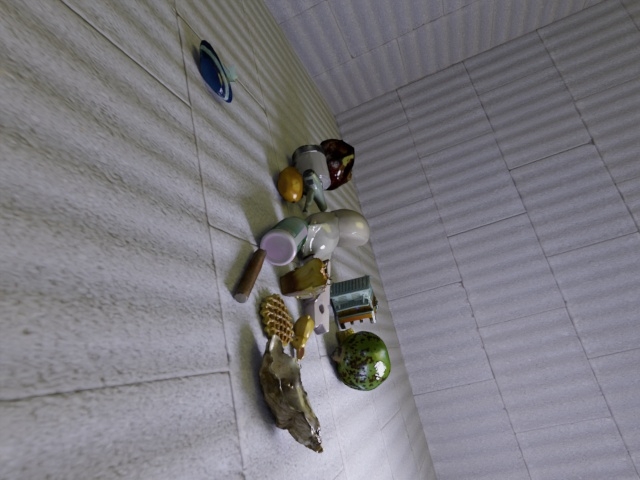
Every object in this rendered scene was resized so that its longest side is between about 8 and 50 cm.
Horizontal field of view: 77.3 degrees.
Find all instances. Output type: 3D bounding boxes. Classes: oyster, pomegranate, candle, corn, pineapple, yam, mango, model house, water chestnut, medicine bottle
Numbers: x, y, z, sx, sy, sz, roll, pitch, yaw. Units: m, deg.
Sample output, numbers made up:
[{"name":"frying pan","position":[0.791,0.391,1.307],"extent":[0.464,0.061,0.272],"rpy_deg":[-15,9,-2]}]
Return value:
[{"name":"oyster","position":[-0.093,0.443,1.126],"extent":[0.166,0.110,0.341],"rpy_deg":[-64,131,-76]},{"name":"pomegranate","position":[0.170,0.515,1.727],"extent":[0.270,0.254,0.254],"rpy_deg":[24,32,-12]},{"name":"candle","position":[-0.041,-0.325,2.068],"extent":[0.187,0.187,0.330],"rpy_deg":[43,33,-60]},{"name":"corn","position":[0.155,0.533,1.899],"extent":[0.093,0.093,0.244],"rpy_deg":[-27,97,-75]},{"name":"pineapple","position":[-0.060,0.160,1.500],"extent":[0.186,0.236,0.114],"rpy_deg":[2,58,-31]},{"name":"yam","position":[-0.211,0.099,1.233],"extent":[0.264,0.046,0.046],"rpy_deg":[-80,147,-61]},{"name":"mango","position":[-0.132,-0.265,1.813],"extent":[0.227,0.109,0.147],"rpy_deg":[-92,158,-49]},{"name":"model house","position":[0.166,0.295,1.994],"extent":[0.198,0.224,0.215],"rpy_deg":[-47,121,-70]},{"name":"water chestnut","position":[0.028,-0.452,2.342],"extent":[0.335,0.347,0.335],"rpy_deg":[17,90,-88]},{"name":"medicine bottle","position":[-0.124,-0.011,1.501],"extent":[0.274,0.133,0.133],"rpy_deg":[-57,126,-69]}]

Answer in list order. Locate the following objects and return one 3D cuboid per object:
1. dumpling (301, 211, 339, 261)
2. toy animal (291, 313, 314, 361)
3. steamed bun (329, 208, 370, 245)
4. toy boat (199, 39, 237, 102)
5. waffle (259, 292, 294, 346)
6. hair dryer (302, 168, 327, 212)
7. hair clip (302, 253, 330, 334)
[{"name":"dumpling","position":[0.000,-0.001,1.873],"extent":[0.341,0.181,0.260],"rpy_deg":[-90,179,-76]},{"name":"toy animal","position":[-0.068,0.344,1.405],"extent":[0.083,0.070,0.159],"rpy_deg":[113,-6,-47]},{"name":"steamed bun","position":[0.130,-0.077,2.163],"extent":[0.283,0.283,0.177],"rpy_deg":[38,52,-63]},{"name":"toy boat","position":[-0.363,-0.610,1.510],"extent":[0.291,0.070,0.210],"rpy_deg":[0,75,-77]},{"name":"waffle","position":[-0.139,0.260,1.306],"extent":[0.191,0.038,0.191],"rpy_deg":[-20,90,-74]},{"name":"hair dryer","position":[-0.027,-0.178,1.916],"extent":[0.229,0.092,0.267],"rpy_deg":[53,35,-52]},{"name":"hair clip","position":[-0.016,0.216,1.644],"extent":[0.101,0.085,0.331],"rpy_deg":[29,49,-39]}]
